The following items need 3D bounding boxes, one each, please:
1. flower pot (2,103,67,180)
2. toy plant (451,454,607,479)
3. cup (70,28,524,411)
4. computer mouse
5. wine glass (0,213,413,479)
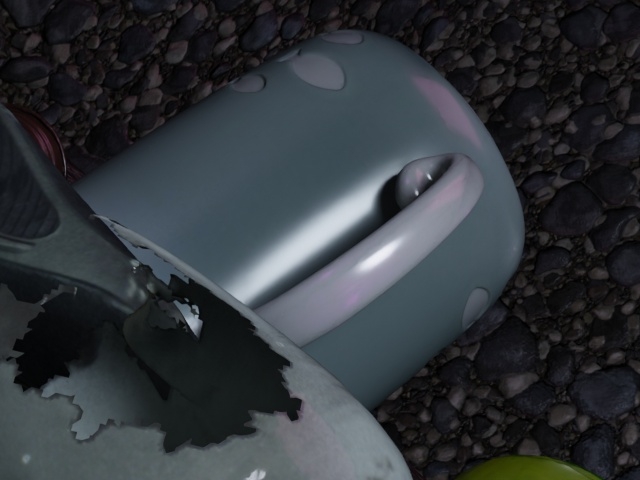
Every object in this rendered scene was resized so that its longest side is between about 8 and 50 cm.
[{"bbox_3d":[-0.273,-0.058,0.971,0.111,0.111,0.089,41,13,11],"label":"flower pot"},{"bbox_3d":[0.074,0.210,0.693,0.316,0.184,0.224,20,10,-48],"label":"toy plant"},{"bbox_3d":[0.000,0.000,0.835,0.259,0.274,0.356,56,-16,-9],"label":"cup"},{"bbox_3d":[-0.121,0.050,0.614,0.379,0.090,0.167,38,-20,43],"label":"computer mouse"},{"bbox_3d":[0.006,0.133,0.379,0.321,0.143,0.143,39,-3,11],"label":"wine glass"}]
